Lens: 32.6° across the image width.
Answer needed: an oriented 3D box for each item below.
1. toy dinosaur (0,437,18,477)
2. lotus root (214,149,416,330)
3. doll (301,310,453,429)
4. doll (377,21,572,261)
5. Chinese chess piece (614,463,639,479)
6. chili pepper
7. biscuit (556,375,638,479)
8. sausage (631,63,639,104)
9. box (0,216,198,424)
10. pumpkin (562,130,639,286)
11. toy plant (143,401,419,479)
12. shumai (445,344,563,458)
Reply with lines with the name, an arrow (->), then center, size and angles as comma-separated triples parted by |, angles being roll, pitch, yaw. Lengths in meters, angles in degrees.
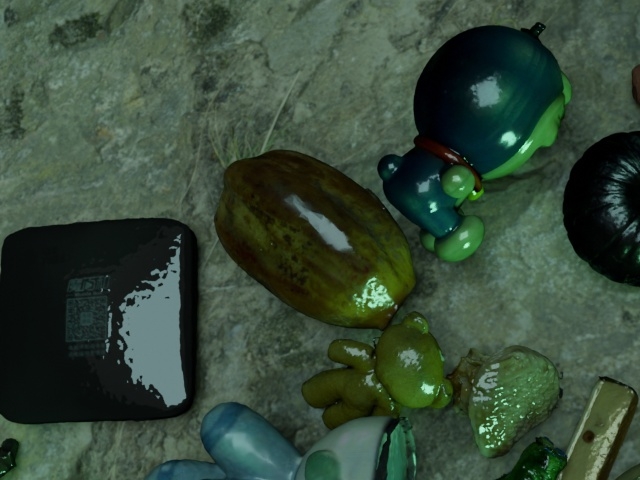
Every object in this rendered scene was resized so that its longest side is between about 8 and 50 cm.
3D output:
toy dinosaur -> -0.426, 0.363, 1.486 | 0.179, 0.087, 0.187 | 2, 77, 15
lotus root -> 0.004, 0.001, 1.451 | 0.291, 0.193, 0.193 | 37, 86, 21
doll -> 0.073, 0.175, 1.406 | 0.209, 0.097, 0.137 | -25, 92, 32
doll -> 0.194, -0.142, 1.400 | 0.186, 0.198, 0.322 | 34, 88, -14
Chinese chess piece -> 0.436, 0.383, 1.266 | 0.270, 0.112, 0.270 | -3, 75, 12
chili pepper -> 0.214, 0.335, 1.345 | 0.061, 0.098, 0.224 | 39, 95, -10
biscuit -> 0.335, 0.262, 1.355 | 0.056, 0.052, 0.188 | 20, 79, 30
sausage -> 0.490, -0.214, 1.443 | 0.154, 0.062, 0.062 | -7, 73, 10
box -> -0.313, 0.114, 1.536 | 0.290, 0.073, 0.288 | -5, 74, 11
pumpkin -> 0.402, -0.038, 1.377 | 0.202, 0.140, 0.202 | 1, 75, -3
toy plant -> -0.060, 0.318, 1.339 | 0.332, 0.247, 0.247 | 2, 76, 14
shumai -> 0.221, 0.188, 1.381 | 0.145, 0.145, 0.116 | -55, 30, -5
